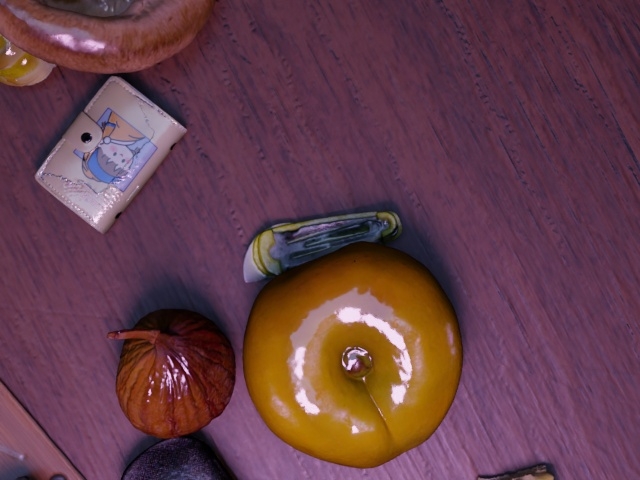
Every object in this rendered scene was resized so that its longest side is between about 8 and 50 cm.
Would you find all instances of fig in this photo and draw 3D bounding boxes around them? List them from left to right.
[{"bbox_3d":[-0.166,0.119,1.752,0.134,0.201,0.146,-7,57,2],"label":"fig"}]

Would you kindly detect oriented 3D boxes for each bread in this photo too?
[{"bbox_3d":[-0.368,-0.242,1.832,0.083,0.094,0.157,-36,95,-4],"label":"bread"}]

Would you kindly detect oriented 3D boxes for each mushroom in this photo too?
[{"bbox_3d":[-0.255,-0.304,1.794,0.278,0.146,0.278,8,60,-15],"label":"mushroom"}]

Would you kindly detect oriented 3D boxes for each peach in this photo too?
[{"bbox_3d":[0.038,0.129,1.780,0.251,0.153,0.251,-1,103,-2],"label":"peach"}]

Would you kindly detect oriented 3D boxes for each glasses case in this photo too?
[{"bbox_3d":[-0.102,0.364,1.802,0.122,0.082,0.321,-36,86,-1],"label":"glasses case"}]

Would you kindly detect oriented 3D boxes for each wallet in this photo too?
[{"bbox_3d":[-0.242,-0.100,1.846,0.110,0.039,0.155,38,88,2],"label":"wallet"}]

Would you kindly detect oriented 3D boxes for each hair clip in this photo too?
[{"bbox_3d":[0.000,0.000,1.837,0.188,0.033,0.060,-13,85,4],"label":"hair clip"}]

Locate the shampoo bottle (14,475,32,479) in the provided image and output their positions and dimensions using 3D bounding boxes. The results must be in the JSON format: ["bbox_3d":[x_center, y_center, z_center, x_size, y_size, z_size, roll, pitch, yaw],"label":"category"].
[{"bbox_3d":[-0.311,0.414,1.802,0.153,0.071,0.284,-33,97,-2],"label":"shampoo bottle"}]

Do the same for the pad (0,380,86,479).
[{"bbox_3d":[-0.449,0.282,1.850,0.284,0.018,0.286,-41,86,0],"label":"pad"}]

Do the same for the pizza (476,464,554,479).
[{"bbox_3d":[0.194,0.360,1.795,0.204,0.080,0.188,-11,88,3],"label":"pizza"}]
